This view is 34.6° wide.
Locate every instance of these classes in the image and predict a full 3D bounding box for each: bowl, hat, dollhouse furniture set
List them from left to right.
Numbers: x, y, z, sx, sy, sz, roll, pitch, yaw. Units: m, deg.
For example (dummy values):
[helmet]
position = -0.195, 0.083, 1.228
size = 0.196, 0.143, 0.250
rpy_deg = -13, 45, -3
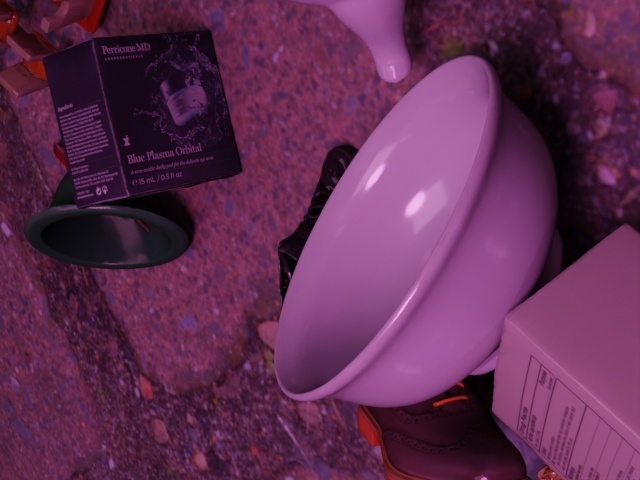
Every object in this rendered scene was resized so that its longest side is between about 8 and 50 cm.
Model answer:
[dollhouse furniture set]
position = -0.340, -0.346, 1.191
size = 0.259, 0.135, 0.262
rpy_deg = 42, 128, 13
[hat]
position = -0.249, -0.079, 1.182
size = 0.208, 0.173, 0.183
rpy_deg = -3, 65, 8
[bowl]
position = 0.094, 0.015, 0.809
size = 0.134, 0.298, 0.298
rpy_deg = 29, 132, -15

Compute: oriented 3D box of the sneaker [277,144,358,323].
[sneaker]
position = -0.002, -0.001, 0.972
size = 0.051, 0.089, 0.170
rpy_deg = 18, 114, 39

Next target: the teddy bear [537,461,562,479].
[teddy bear]
position = 0.284, 0.308, 0.799
size = 0.338, 0.113, 0.245
rpy_deg = 21, 121, 29

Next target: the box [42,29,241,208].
[box]
position = -0.181, -0.126, 1.057
size = 0.093, 0.156, 0.158
rpy_deg = -9, 95, 43

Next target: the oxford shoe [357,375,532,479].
[oxford shoe]
position = 0.092, 0.143, 0.862
size = 0.271, 0.097, 0.098
rpy_deg = -157, 64, -69

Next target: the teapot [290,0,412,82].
[teapot]
position = 0.014, -0.302, 0.817
size = 0.252, 0.187, 0.256
rpy_deg = 32, 97, 11

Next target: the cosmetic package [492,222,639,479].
[cosmetic package]
position = 0.267, 0.148, 0.693
size = 0.296, 0.129, 0.153
rpy_deg = 44, 159, 28
